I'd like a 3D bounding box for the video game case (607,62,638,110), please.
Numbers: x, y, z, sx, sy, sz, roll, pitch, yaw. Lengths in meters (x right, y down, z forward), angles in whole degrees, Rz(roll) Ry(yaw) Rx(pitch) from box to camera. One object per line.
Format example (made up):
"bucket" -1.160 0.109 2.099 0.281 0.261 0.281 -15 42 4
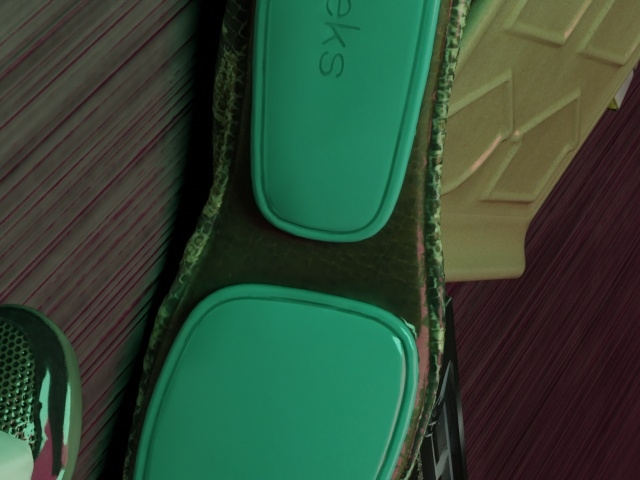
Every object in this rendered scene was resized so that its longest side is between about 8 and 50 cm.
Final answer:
"video game case" 0.276 -0.281 1.448 0.275 0.035 0.248 -66 156 -10

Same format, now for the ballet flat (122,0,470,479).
"ballet flat" 0.000 0.000 0.943 0.182 0.164 0.483 -63 165 -73

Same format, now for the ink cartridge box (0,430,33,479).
"ink cartridge box" -0.230 0.129 0.489 0.233 0.171 0.168 -11 117 -64

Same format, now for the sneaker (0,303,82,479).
"sneaker" -0.181 0.119 0.694 0.227 0.087 0.130 -58 161 -14

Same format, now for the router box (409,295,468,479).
"router box" 0.017 0.207 1.202 0.243 0.081 0.309 -55 153 -32

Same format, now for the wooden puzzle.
"wooden puzzle" 0.143 -0.137 1.160 0.348 0.080 0.322 -62 157 13
